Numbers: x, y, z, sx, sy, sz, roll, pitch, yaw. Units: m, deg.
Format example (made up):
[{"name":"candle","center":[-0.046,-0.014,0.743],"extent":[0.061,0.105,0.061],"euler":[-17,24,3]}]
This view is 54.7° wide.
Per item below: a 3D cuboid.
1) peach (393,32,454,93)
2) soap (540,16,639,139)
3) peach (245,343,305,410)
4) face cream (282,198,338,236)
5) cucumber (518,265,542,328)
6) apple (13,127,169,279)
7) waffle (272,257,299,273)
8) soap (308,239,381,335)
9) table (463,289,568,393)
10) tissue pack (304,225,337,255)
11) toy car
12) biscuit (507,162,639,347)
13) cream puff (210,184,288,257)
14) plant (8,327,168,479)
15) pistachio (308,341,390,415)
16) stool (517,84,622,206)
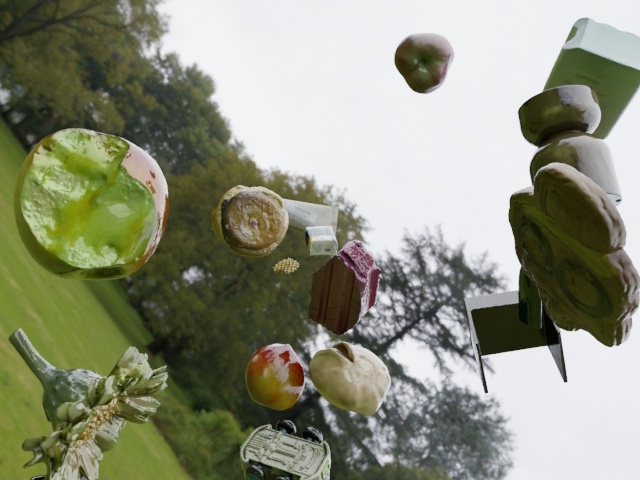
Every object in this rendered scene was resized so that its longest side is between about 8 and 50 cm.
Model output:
[{"name":"peach","center":[0.255,-0.443,1.552],"extent":[0.152,0.152,0.152],"euler":[51,-15,19]},{"name":"soap","center":[0.685,-0.386,1.588],"extent":[0.208,0.115,0.347],"euler":[28,-21,14]},{"name":"peach","center":[-0.136,0.403,1.870],"extent":[0.197,0.197,0.197],"euler":[51,-15,19]},{"name":"face cream","center":[-0.109,-0.091,2.138],"extent":[0.084,0.342,0.137],"euler":[116,-16,-60]},{"name":"cucumber","center":[0.577,0.130,1.704],"extent":[0.115,0.063,0.243],"euler":[-70,154,-53]},{"name":"apple","center":[-0.372,-0.048,1.017],"extent":[0.246,0.247,0.226],"euler":[106,-15,-72]},{"name":"waffle","center":[-0.113,0.088,2.073],"extent":[0.085,0.078,0.016],"euler":[17,-44,38]},{"name":"soap","center":[0.067,0.131,1.736],"extent":[0.182,0.112,0.289],"euler":[24,-51,25]},{"name":"table","center":[0.593,0.305,1.908],"extent":[0.282,0.251,0.196],"euler":[-78,156,-67]},{"name":"tissue pack","center":[0.000,0.000,1.328],"extent":[0.083,0.062,0.042],"euler":[-108,-163,-66]},{"name":"toy car","center":[-0.090,0.639,1.706],"extent":[0.248,0.204,0.198],"euler":[9,-58,24]},{"name":"biscuit","center":[0.307,0.027,0.782],"extent":[0.208,0.041,0.290],"euler":[54,-12,43]},{"name":"cream puff","center":[-0.175,-0.046,1.517],"extent":[0.189,0.189,0.129],"euler":[58,-11,-8]},{"name":"plant","center":[-0.437,0.307,1.085],"extent":[0.297,0.261,0.306],"euler":[19,-35,-14]},{"name":"pistachio","center":[0.078,0.400,1.808],"extent":[0.318,0.194,0.213],"euler":[-5,-76,67]},{"name":"stool","center":[0.559,-0.192,1.401],"extent":[0.179,0.179,0.264],"euler":[102,-16,-71]}]
